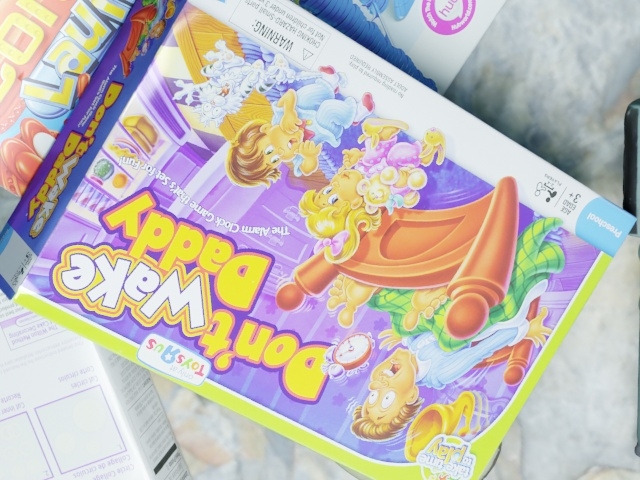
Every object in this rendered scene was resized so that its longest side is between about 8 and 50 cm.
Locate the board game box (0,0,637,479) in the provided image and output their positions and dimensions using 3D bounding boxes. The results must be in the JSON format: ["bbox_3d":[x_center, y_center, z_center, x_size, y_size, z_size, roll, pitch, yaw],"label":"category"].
[{"bbox_3d":[0.000,0.000,1.232,0.347,0.078,0.233,29,94,-28],"label":"board game box"}]

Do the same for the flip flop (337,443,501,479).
[{"bbox_3d":[0.002,0.086,1.376,0.277,0.080,0.112,41,103,0],"label":"flip flop"}]

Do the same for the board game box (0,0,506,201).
[{"bbox_3d":[-0.075,-0.134,1.251,0.302,0.086,0.308,33,92,-28],"label":"board game box"}]

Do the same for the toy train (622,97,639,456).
[{"bbox_3d":[0.293,0.045,1.292,0.190,0.142,0.334,10,109,40],"label":"toy train"}]

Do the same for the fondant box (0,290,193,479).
[{"bbox_3d":[-0.221,0.191,1.419,0.238,0.096,0.330,-20,96,11],"label":"fondant box"}]
